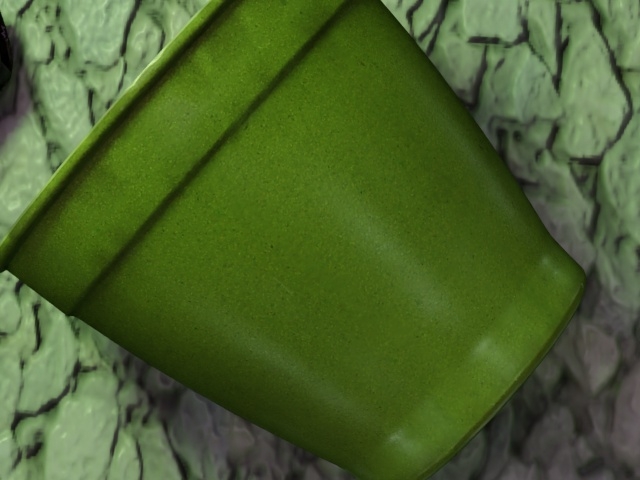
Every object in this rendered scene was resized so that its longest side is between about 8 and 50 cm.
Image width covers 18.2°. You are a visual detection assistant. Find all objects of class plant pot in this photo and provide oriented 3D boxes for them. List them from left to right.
[{"bbox_3d":[0.000,0.000,1.531,0.353,0.366,0.366,42,87,-3],"label":"plant pot"}]

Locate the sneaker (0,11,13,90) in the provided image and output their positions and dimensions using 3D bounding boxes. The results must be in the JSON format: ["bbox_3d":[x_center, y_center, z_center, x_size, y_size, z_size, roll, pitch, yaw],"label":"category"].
[{"bbox_3d":[-0.316,-0.097,1.678,0.118,0.083,0.222,-7,80,3],"label":"sneaker"}]
